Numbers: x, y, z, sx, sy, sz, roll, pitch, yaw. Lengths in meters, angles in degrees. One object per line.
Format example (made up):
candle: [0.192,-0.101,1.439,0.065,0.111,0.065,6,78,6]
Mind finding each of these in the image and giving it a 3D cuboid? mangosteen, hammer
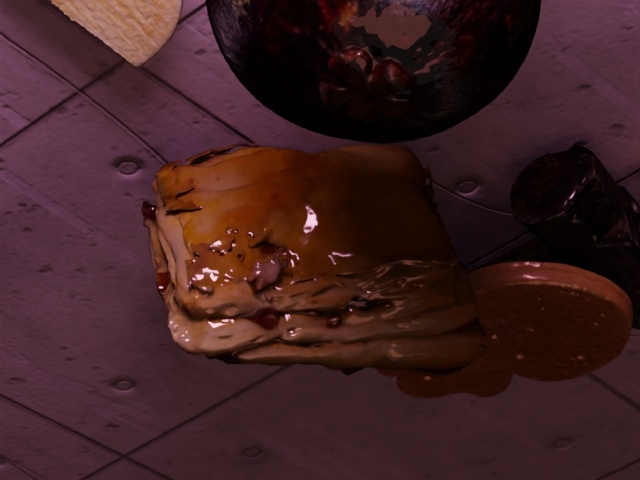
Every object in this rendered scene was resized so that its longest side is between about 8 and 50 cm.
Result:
mangosteen: [0.044,-0.221,1.562,0.288,0.288,0.288,-4,142,-3]
hammer: [0.172,0.050,2.098,0.409,0.095,0.242,-23,137,29]

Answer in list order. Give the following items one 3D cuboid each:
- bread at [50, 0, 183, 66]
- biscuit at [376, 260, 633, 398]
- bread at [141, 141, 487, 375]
bread: [-0.187,-0.239,1.700,0.112,0.036,0.193,-34,131,25]
biscuit: [0.191,0.098,2.053,0.289,0.044,0.202,-23,136,35]
bread: [0.000,0.000,1.881,0.324,0.277,0.167,7,117,-17]
